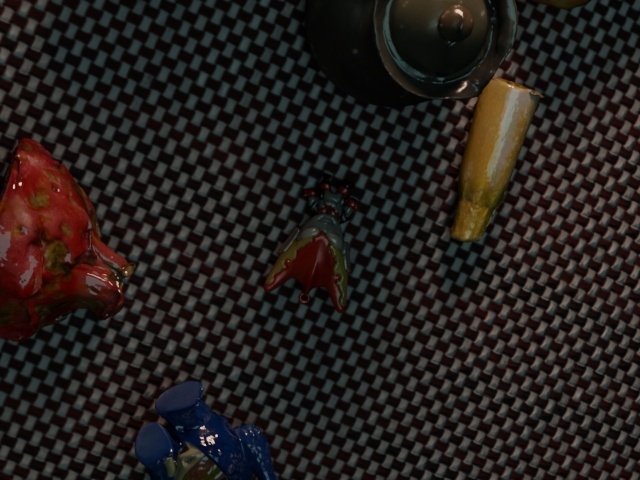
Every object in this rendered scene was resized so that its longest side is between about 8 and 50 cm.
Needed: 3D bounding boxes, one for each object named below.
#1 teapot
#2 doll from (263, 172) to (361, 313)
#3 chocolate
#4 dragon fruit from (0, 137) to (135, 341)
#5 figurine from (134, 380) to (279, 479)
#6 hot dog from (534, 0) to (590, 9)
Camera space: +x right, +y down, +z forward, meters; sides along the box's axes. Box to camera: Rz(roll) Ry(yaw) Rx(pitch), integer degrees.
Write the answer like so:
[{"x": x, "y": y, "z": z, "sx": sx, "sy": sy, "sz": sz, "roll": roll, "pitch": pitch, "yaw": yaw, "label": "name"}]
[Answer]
[{"x": 0.122, "y": -0.302, "z": 1.915, "sx": 0.223, "sy": 0.285, "sz": 0.305, "roll": 1, "pitch": 100, "yaw": -17, "label": "teapot"}, {"x": 0.000, "y": 0.000, "z": 2.056, "sx": 0.109, "sy": 0.057, "sz": 0.169, "roll": 16, "pitch": 81, "yaw": -4, "label": "doll"}, {"x": 0.218, "y": -0.103, "z": 2.094, "sx": 0.086, "sy": 0.085, "sz": 0.219, "roll": 16, "pitch": 99, "yaw": -18, "label": "chocolate"}, {"x": -0.323, "y": 0.028, "z": 1.923, "sx": 0.212, "sy": 0.134, "sz": 0.262, "roll": 18, "pitch": 94, "yaw": -22, "label": "dragon fruit"}, {"x": -0.142, "y": 0.298, "z": 2.042, "sx": 0.164, "sy": 0.121, "sz": 0.262, "roll": -38, "pitch": 121, "yaw": -25, "label": "figurine"}, {"x": 0.355, "y": -0.419, "z": 2.043, "sx": 0.257, "sy": 0.150, "sz": 0.153, "roll": -35, "pitch": 118, "yaw": -8, "label": "hot dog"}]
